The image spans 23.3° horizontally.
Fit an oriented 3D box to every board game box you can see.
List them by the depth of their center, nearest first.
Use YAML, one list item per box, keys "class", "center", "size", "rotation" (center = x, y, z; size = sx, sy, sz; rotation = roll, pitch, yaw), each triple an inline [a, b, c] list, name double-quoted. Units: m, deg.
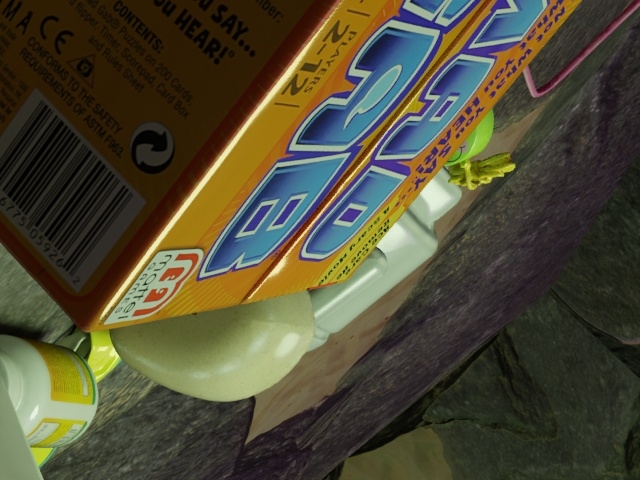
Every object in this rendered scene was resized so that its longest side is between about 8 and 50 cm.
- class: "board game box"
  center: [-0.066, -0.207, 0.959]
  size: [0.356, 0.356, 0.356]
  rotation: [-51, 163, 19]

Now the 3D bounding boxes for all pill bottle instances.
- class: "pill bottle"
  center: [-0.327, 0.161, 1.655]
  size: [0.117, 0.117, 0.208]
  rotation: [-47, 164, 4]

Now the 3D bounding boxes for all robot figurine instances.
- class: "robot figurine"
  center: [0.000, 0.000, 1.893]
  size: [0.353, 0.200, 0.300]
  rotation: [-40, -158, 9]

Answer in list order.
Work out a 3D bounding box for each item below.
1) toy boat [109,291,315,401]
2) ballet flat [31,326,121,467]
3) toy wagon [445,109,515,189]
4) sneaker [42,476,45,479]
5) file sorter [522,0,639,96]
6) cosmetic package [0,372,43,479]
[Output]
- class: "toy boat"
  center: [-0.091, 0.023, 1.741]
  size: [0.148, 0.267, 0.318]
  rotation: [22, 83, -55]
- class: "ballet flat"
  center: [-0.319, 0.179, 1.830]
  size: [0.231, 0.077, 0.077]
  rotation: [-51, 143, 8]
- class: "toy wagon"
  center: [0.072, -0.202, 1.327]
  size: [0.267, 0.344, 0.068]
  rotation: [-16, -173, 44]
- class: "sneaker"
  center: [-0.428, 0.333, 1.815]
  size: [0.300, 0.121, 0.111]
  rotation: [-54, 162, 28]
- class: "file sorter"
  center: [0.157, -0.300, 1.427]
  size: [0.182, 0.291, 0.202]
  rotation: [-43, 164, 2]
- class: "cosmetic package"
  center: [-0.394, 0.288, 1.479]
  size: [0.197, 0.155, 0.365]
  rotation: [-13, 154, -28]
